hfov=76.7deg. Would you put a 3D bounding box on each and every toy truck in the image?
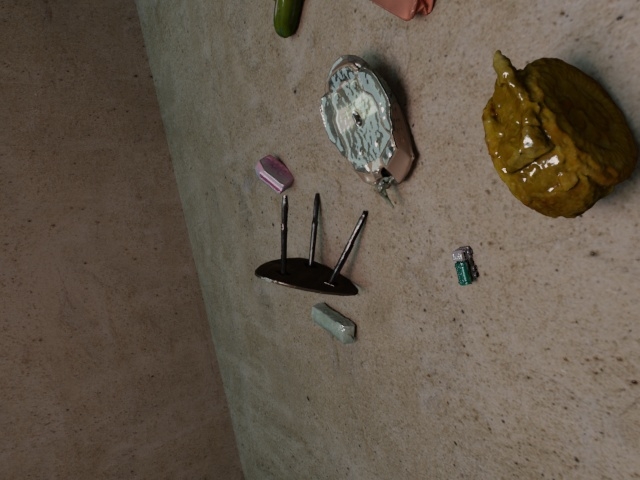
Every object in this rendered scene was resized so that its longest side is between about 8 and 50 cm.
[{"bbox_3d":[0.321,0.057,0.906,0.039,0.044,0.084,-13,91,54],"label":"toy truck"}]

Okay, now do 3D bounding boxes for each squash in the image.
[{"bbox_3d":[-0.075,-0.753,1.167,0.087,0.087,0.332,55,139,29],"label":"squash"}]

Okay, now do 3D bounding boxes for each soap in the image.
[{"bbox_3d":[-0.170,-0.246,1.474,0.149,0.100,0.056,40,132,7],"label":"soap"}]

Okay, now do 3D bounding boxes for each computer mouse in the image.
[{"bbox_3d":[0.134,-0.273,1.010,0.199,0.114,0.390,-18,97,47],"label":"computer mouse"}]

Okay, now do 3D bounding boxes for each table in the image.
[{"bbox_3d":[0.000,0.000,1.235,0.317,0.317,0.250,28,110,49],"label":"table"}]

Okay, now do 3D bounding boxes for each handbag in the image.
[{"bbox_3d":[0.160,-0.585,0.866,0.213,0.059,0.158,51,155,33],"label":"handbag"}]

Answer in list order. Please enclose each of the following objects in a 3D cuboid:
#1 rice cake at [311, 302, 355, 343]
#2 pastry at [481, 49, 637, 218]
[{"bbox_3d":[0.041,0.277,1.385,0.206,0.063,0.069,28,122,48],"label":"rice cake"},{"bbox_3d":[0.349,-0.150,0.619,0.132,0.234,0.240,-48,53,57],"label":"pastry"}]
